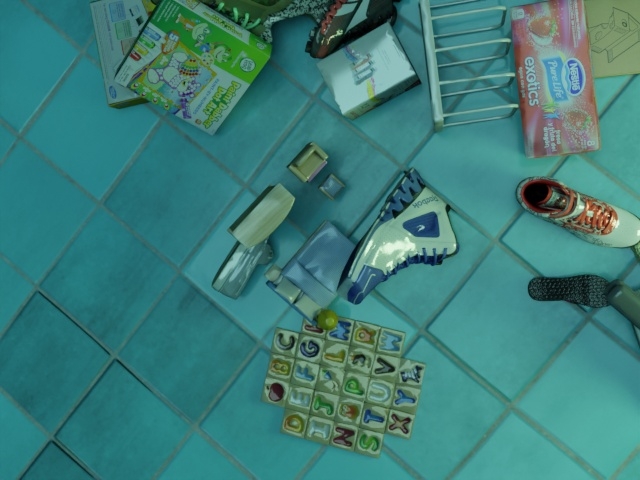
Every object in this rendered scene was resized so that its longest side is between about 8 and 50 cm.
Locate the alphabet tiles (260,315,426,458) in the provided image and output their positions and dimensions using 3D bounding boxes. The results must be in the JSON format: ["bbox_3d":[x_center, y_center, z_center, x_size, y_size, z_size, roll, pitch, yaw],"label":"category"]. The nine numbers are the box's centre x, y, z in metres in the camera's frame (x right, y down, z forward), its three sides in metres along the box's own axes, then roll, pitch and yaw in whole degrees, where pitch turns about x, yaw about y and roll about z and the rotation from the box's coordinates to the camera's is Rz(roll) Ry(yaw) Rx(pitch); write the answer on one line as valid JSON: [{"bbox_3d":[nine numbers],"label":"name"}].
[{"bbox_3d":[0.047,0.312,1.985,0.343,0.011,0.285,13,94,10],"label":"alphabet tiles"}]

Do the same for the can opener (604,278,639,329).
[{"bbox_3d":[0.655,0.192,1.757,0.280,0.074,0.093,44,106,-5],"label":"can opener"}]

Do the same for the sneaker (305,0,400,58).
[{"bbox_3d":[0.081,-0.469,1.889,0.135,0.097,0.276,38,72,-1],"label":"sneaker"}]

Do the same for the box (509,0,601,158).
[{"bbox_3d":[0.471,-0.318,1.805,0.142,0.154,0.300,-6,93,19],"label":"box"}]

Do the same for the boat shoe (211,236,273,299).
[{"bbox_3d":[-0.148,0.029,1.992,0.081,0.079,0.227,35,94,-14],"label":"boat shoe"}]

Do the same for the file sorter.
[{"bbox_3d":[0.297,-0.377,1.835,0.173,0.193,0.277,-6,90,8],"label":"file sorter"}]

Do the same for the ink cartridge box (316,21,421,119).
[{"bbox_3d":[0.102,-0.350,1.902,0.176,0.128,0.127,-27,86,11],"label":"ink cartridge box"}]

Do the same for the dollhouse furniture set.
[{"bbox_3d":[0.000,0.000,1.863,0.303,0.198,0.286,43,86,-9],"label":"dollhouse furniture set"}]

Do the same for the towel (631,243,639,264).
[{"bbox_3d":[0.705,0.036,1.845,0.110,0.027,0.148,-26,86,11],"label":"towel"}]

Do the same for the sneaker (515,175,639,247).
[{"bbox_3d":[0.517,-0.053,1.811,0.270,0.145,0.090,25,97,14],"label":"sneaker"}]

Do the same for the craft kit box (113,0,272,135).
[{"bbox_3d":[-0.270,-0.372,1.905,0.247,0.061,0.250,26,129,-22],"label":"craft kit box"}]

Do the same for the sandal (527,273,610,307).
[{"bbox_3d":[0.523,0.102,1.880,0.179,0.040,0.067,3,86,25],"label":"sandal"}]

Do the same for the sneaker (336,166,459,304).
[{"bbox_3d":[0.183,0.013,1.861,0.182,0.127,0.315,34,67,0],"label":"sneaker"}]

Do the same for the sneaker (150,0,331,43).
[{"bbox_3d":[-0.150,-0.498,1.907,0.410,0.158,0.182,-7,106,-7],"label":"sneaker"}]

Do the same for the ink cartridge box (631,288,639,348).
[{"bbox_3d":[0.791,0.184,1.812,0.296,0.066,0.261,-20,101,11],"label":"ink cartridge box"}]

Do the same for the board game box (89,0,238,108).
[{"bbox_3d":[-0.338,-0.444,2.018,0.317,0.064,0.242,-10,89,11],"label":"board game box"}]

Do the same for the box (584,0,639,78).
[{"bbox_3d":[0.598,-0.419,1.861,0.201,0.021,0.164,-5,90,12],"label":"box"}]
